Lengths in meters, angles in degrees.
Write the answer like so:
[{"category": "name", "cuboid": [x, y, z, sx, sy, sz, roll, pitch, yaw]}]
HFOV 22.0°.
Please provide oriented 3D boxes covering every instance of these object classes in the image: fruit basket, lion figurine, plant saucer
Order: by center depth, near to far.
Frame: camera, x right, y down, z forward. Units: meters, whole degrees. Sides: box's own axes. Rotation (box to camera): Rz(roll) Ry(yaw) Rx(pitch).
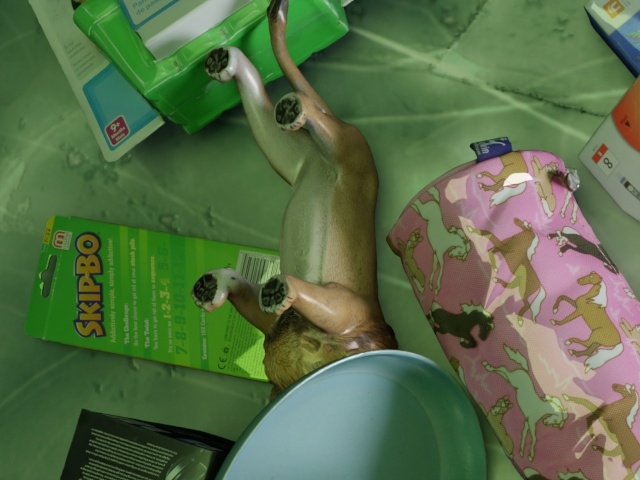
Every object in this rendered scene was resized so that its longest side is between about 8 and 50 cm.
[{"category": "plant saucer", "cuboid": [0.014, 0.239, 1.371, 0.043, 0.317, 0.318, 20, 86, 48]}, {"category": "lion figurine", "cuboid": [0.000, 0.000, 1.457, 0.142, 0.240, 0.392, -4, 69, 34]}, {"category": "fruit basket", "cuboid": [-0.142, -0.298, 1.568, 0.327, 0.165, 0.353, -32, 70, 9]}]

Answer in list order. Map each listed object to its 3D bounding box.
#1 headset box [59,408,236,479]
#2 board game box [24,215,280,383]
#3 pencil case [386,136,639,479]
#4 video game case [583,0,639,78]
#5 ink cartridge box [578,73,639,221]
[{"category": "headset box", "cuboid": [-0.140, 0.305, 1.414, 0.131, 0.246, 0.283, 15, 84, 21]}, {"category": "board game box", "cuboid": [-0.154, 0.054, 1.575, 0.259, 0.039, 0.124, 10, 83, 15]}, {"category": "pencil case", "cuboid": [0.213, 0.102, 1.395, 0.167, 0.160, 0.386, -42, 69, 37]}, {"category": "video game case", "cuboid": [0.408, -0.177, 1.434, 0.244, 0.061, 0.269, -39, 72, 8]}, {"category": "ink cartridge box", "cuboid": [0.316, -0.054, 1.405, 0.179, 0.045, 0.145, 55, 142, 19]}]
